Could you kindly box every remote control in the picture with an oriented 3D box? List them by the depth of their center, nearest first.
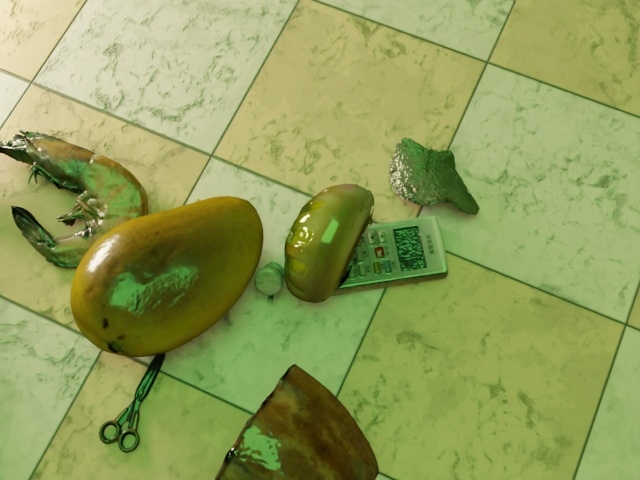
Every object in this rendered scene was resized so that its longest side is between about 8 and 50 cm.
[{"bbox_3d":[0.101,0.037,1.858,0.343,0.050,0.145,-9,68,-2],"label":"remote control"}]

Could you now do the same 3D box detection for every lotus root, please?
[{"bbox_3d":[-0.056,0.437,1.572,0.250,0.316,0.316,39,74,8],"label":"lotus root"}]

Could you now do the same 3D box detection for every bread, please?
[{"bbox_3d":[0.005,-0.013,1.771,0.158,0.156,0.261,24,71,11],"label":"bread"}]

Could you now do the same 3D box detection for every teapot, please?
[{"bbox_3d":[-0.107,0.088,1.834,0.064,0.064,0.083,4,111,9],"label":"teapot"}]

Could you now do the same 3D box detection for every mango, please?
[{"bbox_3d":[-0.309,0.061,1.781,0.445,0.221,0.301,-39,66,-23],"label":"mango"}]

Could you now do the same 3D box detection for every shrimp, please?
[{"bbox_3d":[-0.604,-0.105,1.930,0.444,0.085,0.272,30,78,10],"label":"shrimp"}]

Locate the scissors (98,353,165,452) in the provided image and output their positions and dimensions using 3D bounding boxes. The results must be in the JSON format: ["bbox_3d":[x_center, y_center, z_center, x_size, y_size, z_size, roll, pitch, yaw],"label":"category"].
[{"bbox_3d":[-0.380,0.330,1.773,0.088,0.017,0.220,21,70,11],"label":"scissors"}]

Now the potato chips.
[{"bbox_3d":[0.261,-0.135,1.920,0.228,0.059,0.167,17,60,8],"label":"potato chips"}]
